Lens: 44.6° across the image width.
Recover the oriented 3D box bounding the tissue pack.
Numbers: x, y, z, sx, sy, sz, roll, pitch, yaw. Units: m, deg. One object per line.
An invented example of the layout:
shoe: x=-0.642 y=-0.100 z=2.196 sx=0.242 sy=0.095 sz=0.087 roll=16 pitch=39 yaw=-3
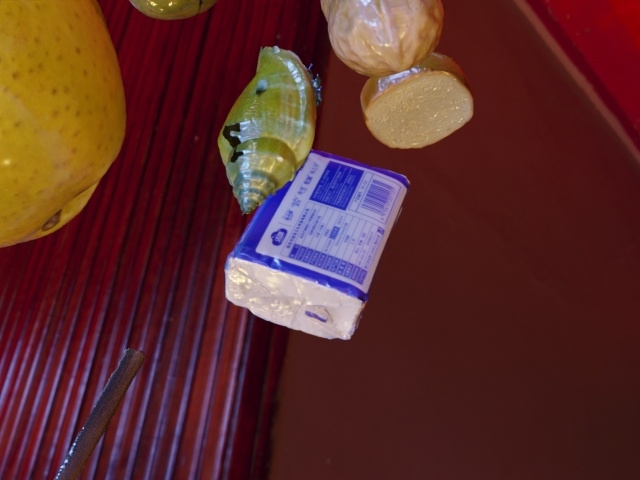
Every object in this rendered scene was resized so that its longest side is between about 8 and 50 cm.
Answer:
tissue pack: x=0.000 y=0.000 z=1.169 sx=0.209 sy=0.269 sz=0.137 roll=15 pitch=137 yaw=9

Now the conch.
conch: x=-0.052 y=-0.109 z=0.793 sx=0.095 sy=0.200 sz=0.079 roll=14 pitch=162 yaw=16

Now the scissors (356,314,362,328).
scissors: x=0.027 y=0.100 z=1.347 sx=0.015 sy=0.100 sz=0.189 roll=-9 pitch=168 yaw=25

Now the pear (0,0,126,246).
pear: x=-0.392 y=-0.181 z=0.785 sx=0.418 sy=0.362 sz=0.362 roll=47 pitch=137 yaw=-15

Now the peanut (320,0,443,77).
peanut: x=0.046 y=-0.196 z=0.637 sx=0.095 sy=0.226 sz=0.108 roll=-15 pitch=120 yaw=9

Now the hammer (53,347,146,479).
hammer: x=-0.301 y=0.263 z=0.989 sx=0.125 sy=0.297 sz=0.027 roll=36 pitch=143 yaw=-19

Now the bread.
bread: x=0.200 y=-0.288 z=1.619 sx=0.236 sy=0.069 sz=0.236 roll=-7 pitch=142 yaw=-6

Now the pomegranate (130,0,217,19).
pomegranate: x=-0.253 y=-0.454 z=1.260 sx=0.179 sy=0.179 sz=0.210 roll=-23 pitch=124 yaw=41
